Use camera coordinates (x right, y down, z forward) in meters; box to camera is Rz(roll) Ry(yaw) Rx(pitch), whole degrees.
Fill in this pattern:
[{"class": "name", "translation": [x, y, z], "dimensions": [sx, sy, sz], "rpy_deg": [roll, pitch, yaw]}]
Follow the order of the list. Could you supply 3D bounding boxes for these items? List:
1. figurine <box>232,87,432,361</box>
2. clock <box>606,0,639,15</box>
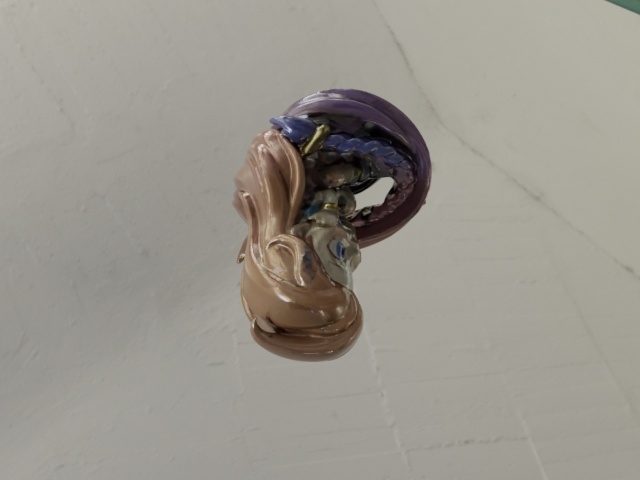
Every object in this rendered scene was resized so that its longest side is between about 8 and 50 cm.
[{"class": "figurine", "translation": [-0.008, -0.005, 0.412], "dimensions": [0.114, 0.126, 0.157], "rpy_deg": [16, -115, 24]}, {"class": "clock", "translation": [0.349, -0.304, 0.635], "dimensions": [0.262, 0.116, 0.231], "rpy_deg": [19, -120, -10]}]
